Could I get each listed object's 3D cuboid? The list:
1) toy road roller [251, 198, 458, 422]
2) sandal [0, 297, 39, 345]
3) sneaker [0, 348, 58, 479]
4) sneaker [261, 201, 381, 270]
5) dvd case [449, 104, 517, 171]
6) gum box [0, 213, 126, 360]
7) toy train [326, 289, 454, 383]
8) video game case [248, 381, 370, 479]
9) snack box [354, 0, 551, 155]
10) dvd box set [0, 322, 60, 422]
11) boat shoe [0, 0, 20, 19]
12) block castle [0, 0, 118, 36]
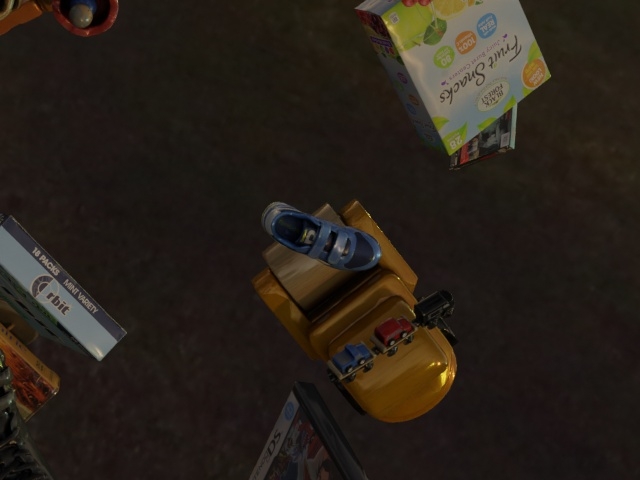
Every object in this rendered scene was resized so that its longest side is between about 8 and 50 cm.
[{"bbox_3d":[0.066,0.119,1.794,0.329,0.202,0.240,52,2,-12],"label":"toy road roller"},{"bbox_3d":[-0.455,0.100,1.584,0.180,0.072,0.049,26,37,-21],"label":"sandal"},{"bbox_3d":[-0.333,0.214,1.247,0.105,0.146,0.296,-23,46,-29],"label":"sneaker"},{"bbox_3d":[0.000,0.000,1.388,0.144,0.053,0.059,18,3,-2],"label":"sneaker"},{"bbox_3d":[0.249,-0.160,1.867,0.013,0.119,0.087,29,56,-34],"label":"dvd case"},{"bbox_3d":[-0.282,0.039,1.172,0.157,0.041,0.184,50,-20,-23],"label":"gum box"},{"bbox_3d":[0.072,0.096,1.237,0.158,0.036,0.027,-31,54,-18],"label":"toy train"},{"bbox_3d":[-0.021,0.366,1.604,0.035,0.248,0.275,11,26,-30],"label":"video game case"},{"bbox_3d":[0.163,-0.237,1.469,0.070,0.174,0.207,32,-23,56],"label":"snack box"},{"bbox_3d":[-0.578,0.140,1.497,0.420,0.307,0.062,48,-2,-15],"label":"dvd box set"},{"bbox_3d":[-0.432,-0.311,1.484,0.120,0.122,0.324,50,-4,-13],"label":"boat shoe"},{"bbox_3d":[-0.483,-0.418,1.520,0.213,0.303,0.453,-103,166,-57],"label":"block castle"}]
